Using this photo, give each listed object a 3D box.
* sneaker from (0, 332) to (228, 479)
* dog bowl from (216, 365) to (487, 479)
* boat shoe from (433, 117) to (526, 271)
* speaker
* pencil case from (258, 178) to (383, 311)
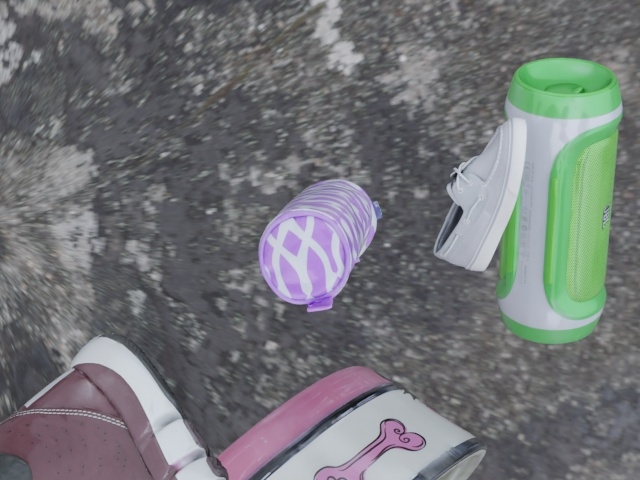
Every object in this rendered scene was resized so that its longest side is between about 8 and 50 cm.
[{"bbox_3d":[-0.101,0.195,0.763,0.162,0.106,0.281,-33,59,-12],"label":"sneaker"},{"bbox_3d":[-0.031,0.291,1.405,0.408,0.408,0.150,-40,75,-11],"label":"dog bowl"},{"bbox_3d":[0.156,-0.047,1.401,0.063,0.184,0.066,11,47,-5],"label":"boat shoe"},{"bbox_3d":[0.256,-0.040,1.535,0.131,0.131,0.297,-9,119,-14],"label":"speaker"},{"bbox_3d":[0.000,0.000,1.259,0.086,0.206,0.088,-8,98,12],"label":"pencil case"}]
